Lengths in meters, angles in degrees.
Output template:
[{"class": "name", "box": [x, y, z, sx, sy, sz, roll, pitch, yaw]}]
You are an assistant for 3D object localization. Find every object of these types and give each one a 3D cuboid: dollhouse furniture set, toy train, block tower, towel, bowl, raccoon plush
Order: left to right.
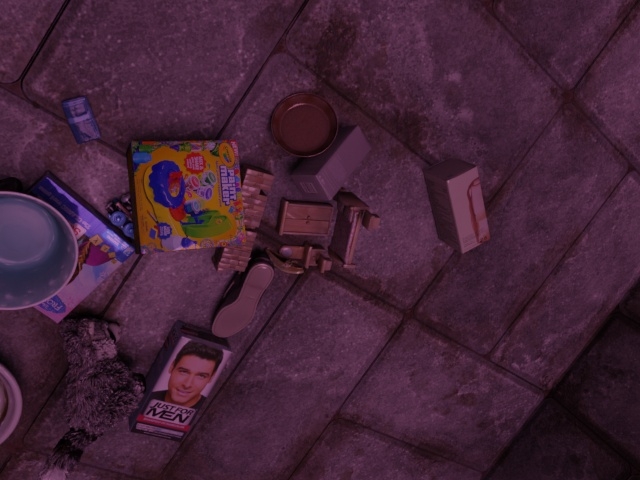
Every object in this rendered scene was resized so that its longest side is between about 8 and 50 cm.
[{"class": "bowl", "box": [-0.776, 0.002, 1.412, 0.312, 0.163, 0.311, -7, 113, -18]}, {"class": "raccoon plush", "box": [-0.689, 0.424, 1.591, 0.216, 0.446, 0.299, -15, 122, 22]}, {"class": "towel", "box": [-0.634, -0.318, 1.485, 0.067, 0.029, 0.119, -19, 118, -13]}, {"class": "toy train", "box": [-0.528, -0.058, 1.617, 0.105, 0.080, 0.184, -46, 119, -9]}, {"class": "block tower", "box": [-0.240, -0.064, 1.723, 0.097, 0.091, 0.335, 13, 107, -26]}, {"class": "dollhouse furniture set", "box": [0.000, 0.000, 1.696, 0.174, 0.355, 0.303, 3, 111, -23]}]

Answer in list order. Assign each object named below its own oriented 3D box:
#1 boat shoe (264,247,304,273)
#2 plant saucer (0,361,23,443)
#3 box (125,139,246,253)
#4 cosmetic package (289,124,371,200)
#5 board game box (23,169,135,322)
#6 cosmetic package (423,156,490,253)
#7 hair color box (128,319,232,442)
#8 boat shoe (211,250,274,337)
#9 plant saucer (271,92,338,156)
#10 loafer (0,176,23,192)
[{"class": "boat shoe", "box": [-0.119, 0.068, 1.808, 0.056, 0.153, 0.048, -10, 116, -58]}, {"class": "plant saucer", "box": [-1.072, 0.455, 1.599, 0.401, 0.100, 0.400, -9, 115, -20]}, {"class": "box", "box": [-0.371, -0.117, 1.539, 0.279, 0.177, 0.289, -6, 91, -23]}, {"class": "cosmetic package", "box": [0.033, -0.237, 1.693, 0.238, 0.127, 0.107, -49, 124, -26]}, {"class": "board game box", "box": [-0.747, 0.025, 1.565, 0.318, 0.066, 0.318, -44, 120, 0]}, {"class": "cosmetic package", "box": [0.479, -0.125, 1.960, 0.129, 0.153, 0.296, -27, 121, -12]}, {"class": "hair color box", "box": [-0.466, 0.467, 1.847, 0.186, 0.113, 0.374, 24, 100, -29]}, {"class": "boat shoe", "box": [-0.249, 0.176, 1.821, 0.112, 0.095, 0.335, 25, 116, -21]}, {"class": "plant saucer", "box": [-0.047, -0.340, 1.671, 0.199, 0.036, 0.198, 0, 82, -2]}, {"class": "loafer", "box": [-0.867, -0.112, 1.459, 0.170, 0.061, 0.062, -29, 121, -8]}]
